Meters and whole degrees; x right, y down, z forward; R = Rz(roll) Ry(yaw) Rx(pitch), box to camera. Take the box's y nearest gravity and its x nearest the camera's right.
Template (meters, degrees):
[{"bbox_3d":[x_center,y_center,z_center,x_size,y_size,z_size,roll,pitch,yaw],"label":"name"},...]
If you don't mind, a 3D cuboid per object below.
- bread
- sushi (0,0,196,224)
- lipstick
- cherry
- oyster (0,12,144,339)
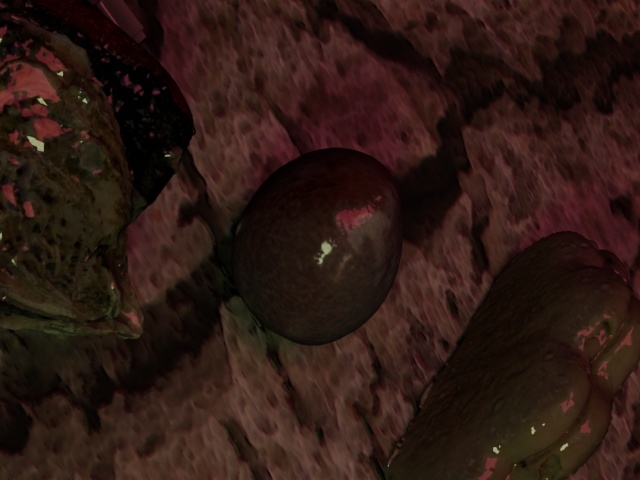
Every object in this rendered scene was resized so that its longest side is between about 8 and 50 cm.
[{"bbox_3d":[0.193,0.122,1.532,0.102,0.183,0.337,44,57,-20],"label":"bread"},{"bbox_3d":[-0.213,-0.110,1.387,0.225,0.136,0.126,44,56,-12],"label":"sushi"},{"bbox_3d":[-0.157,-0.164,1.509,0.025,0.025,0.107,-45,105,-34],"label":"lipstick"},{"bbox_3d":[-0.001,0.002,1.462,0.140,0.176,0.176,24,59,7],"label":"cherry"},{"bbox_3d":[-0.229,-0.035,1.276,0.198,0.112,0.268,-18,104,-31],"label":"oyster"}]
